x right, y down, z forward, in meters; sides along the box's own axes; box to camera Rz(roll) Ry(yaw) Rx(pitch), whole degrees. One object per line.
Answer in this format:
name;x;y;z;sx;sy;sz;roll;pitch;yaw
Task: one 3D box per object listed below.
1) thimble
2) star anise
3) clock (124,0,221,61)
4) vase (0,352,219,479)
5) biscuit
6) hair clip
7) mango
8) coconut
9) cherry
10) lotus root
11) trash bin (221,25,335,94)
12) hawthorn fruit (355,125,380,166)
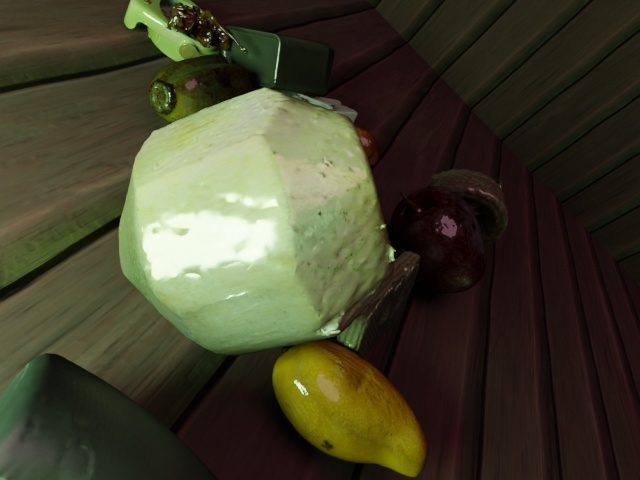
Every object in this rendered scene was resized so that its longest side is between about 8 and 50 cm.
thimble;0.411;-0.093;1.204;0.229;0.196;0.148;15;36;6
star anise;-0.223;-0.421;0.849;0.191;0.070;0.097;38;28;4
clock;-0.292;-0.449;0.927;0.232;0.069;0.170;35;39;-18
vase;-0.154;0.251;0.380;0.321;0.173;0.173;38;38;-23
biscuit;0.103;0.118;0.735;0.052;0.150;0.252;27;27;23
hair clip;-0.041;-0.313;1.029;0.331;0.085;0.101;-16;49;-45
mango;0.040;0.242;0.611;0.262;0.109;0.157;42;25;-9
coconut;-0.089;-0.012;0.550;0.352;0.352;0.352;26;42;-26
cherry;0.271;0.007;0.965;0.300;0.203;0.230;41;30;-23
lotus root;-0.223;-0.281;0.803;0.124;0.123;0.241;24;37;16
trash bin;-0.099;-0.418;0.983;0.164;0.122;0.240;22;25;22
hawthorn fruit;0.076;-0.226;1.053;0.140;0.125;0.125;41;36;11
